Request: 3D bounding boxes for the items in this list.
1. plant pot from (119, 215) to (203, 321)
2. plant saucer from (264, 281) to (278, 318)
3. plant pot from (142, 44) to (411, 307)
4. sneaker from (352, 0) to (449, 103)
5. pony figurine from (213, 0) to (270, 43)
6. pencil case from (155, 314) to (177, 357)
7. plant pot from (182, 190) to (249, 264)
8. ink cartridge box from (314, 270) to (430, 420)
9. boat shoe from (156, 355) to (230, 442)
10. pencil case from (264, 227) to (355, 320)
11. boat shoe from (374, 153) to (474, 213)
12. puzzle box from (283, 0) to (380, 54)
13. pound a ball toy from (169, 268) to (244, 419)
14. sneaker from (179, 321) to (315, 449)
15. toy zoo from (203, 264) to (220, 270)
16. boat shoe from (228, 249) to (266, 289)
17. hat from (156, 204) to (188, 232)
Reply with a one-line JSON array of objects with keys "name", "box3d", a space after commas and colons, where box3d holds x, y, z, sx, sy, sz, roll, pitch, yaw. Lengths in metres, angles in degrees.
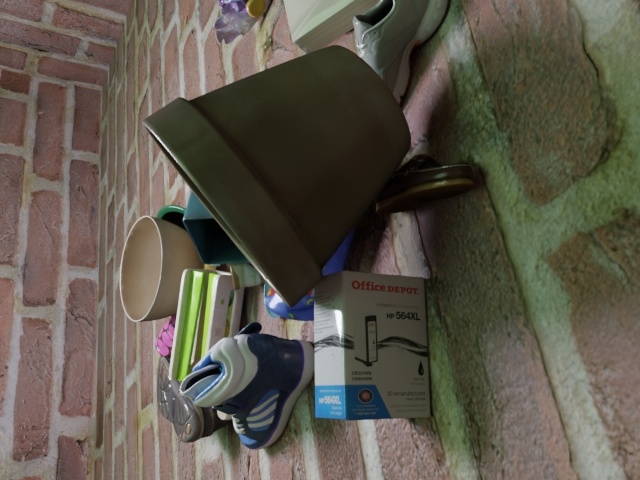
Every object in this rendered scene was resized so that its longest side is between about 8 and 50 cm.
[{"name": "plant pot", "box3d": [-0.409, 0.085, 1.689, 0.284, 0.191, 0.284, -13, 73, 50]}, {"name": "plant saucer", "box3d": [-0.086, 0.106, 1.304, 0.119, 0.021, 0.119, -18, 70, 59]}, {"name": "plant pot", "box3d": [-0.039, -0.118, 0.866, 0.280, 0.323, 0.323, -40, 32, -8]}, {"name": "sneaker", "box3d": [0.089, -0.304, 0.982, 0.262, 0.121, 0.099, -65, 34, 30]}, {"name": "pony figurine", "box3d": [-0.169, -0.639, 1.410, 0.351, 0.303, 0.363, -39, 38, 8]}, {"name": "pencil case", "box3d": [-0.416, 0.274, 1.788, 0.098, 0.095, 0.209, 57, 139, 16]}, {"name": "plant pot", "box3d": [-0.182, -0.094, 1.329, 0.165, 0.165, 0.234, 79, -171, -55]}, {"name": "ink cartridge box", "box3d": [0.073, 0.151, 0.885, 0.086, 0.148, 0.203, -22, 66, 58]}, {"name": "boat shoe", "box3d": [-0.330, 0.399, 1.566, 0.355, 0.130, 0.132, 32, 116, 57]}, {"name": "pencil case", "box3d": [0.000, 0.000, 1.077, 0.119, 0.133, 0.306, -54, -19, -74]}, {"name": "boat shoe", "box3d": [0.141, -0.090, 0.893, 0.207, 0.073, 0.073, -12, 75, 59]}, {"name": "puzzle box", "box3d": [0.041, -0.549, 1.078, 0.272, 0.052, 0.409, -26, 58, 27]}, {"name": "pound a ball toy", "box3d": [-0.230, 0.238, 1.455, 0.208, 0.136, 0.319, 6, 89, 35]}, {"name": "sneaker", "box3d": [-0.172, 0.299, 1.195, 0.323, 0.236, 0.130, -60, 37, 34]}, {"name": "toy zoo", "box3d": [-0.275, -0.051, 1.588, 0.192, 0.030, 0.293, 114, 156, -46]}, {"name": "boat shoe", "box3d": [-0.174, -0.014, 1.437, 0.104, 0.089, 0.285, 95, 168, -59]}, {"name": "hat", "box3d": [-0.378, -0.066, 1.848, 0.208, 0.183, 0.173, 23, 125, 15]}]
